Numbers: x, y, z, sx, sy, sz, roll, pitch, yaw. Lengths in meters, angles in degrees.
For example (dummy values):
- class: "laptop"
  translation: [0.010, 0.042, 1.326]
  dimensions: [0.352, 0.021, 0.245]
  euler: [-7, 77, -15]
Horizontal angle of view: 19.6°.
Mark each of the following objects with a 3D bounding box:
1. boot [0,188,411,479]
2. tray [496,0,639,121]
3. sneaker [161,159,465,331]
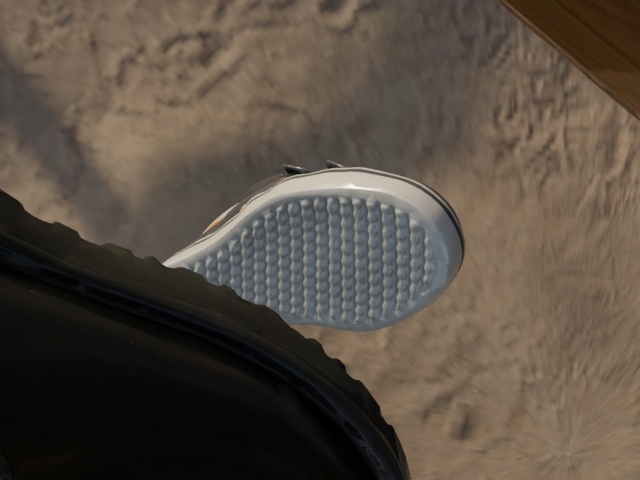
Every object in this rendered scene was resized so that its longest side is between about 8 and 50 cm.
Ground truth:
- class: "boot"
  translation: [-0.119, 0.111, 0.611]
  dimensions: [0.348, 0.260, 0.131]
  euler: [29, 123, -19]
- class: "tray"
  translation: [0.260, -0.106, 1.109]
  dimensions: [0.076, 0.203, 0.411]
  euler: [-42, 73, -16]
- class: "sneaker"
  translation: [0.000, 0.000, 1.384]
  dimensions: [0.321, 0.127, 0.126]
  euler: [-16, 107, 46]
